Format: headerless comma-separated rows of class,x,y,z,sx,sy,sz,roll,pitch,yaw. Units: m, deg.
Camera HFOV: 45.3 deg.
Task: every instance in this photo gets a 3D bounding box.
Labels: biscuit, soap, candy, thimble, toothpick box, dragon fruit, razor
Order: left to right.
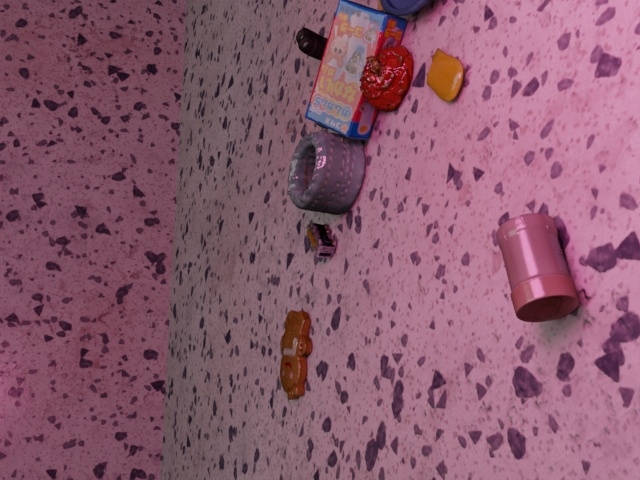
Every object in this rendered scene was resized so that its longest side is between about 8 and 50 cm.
biscuit,-0.076,0.320,2.155,0.184,0.035,0.248,175,101,-66
razor,0.007,-0.527,2.096,0.054,0.148,0.090,-53,36,36
thimble,0.014,-0.181,1.978,0.235,0.143,0.198,-61,32,36
candy,0.082,-0.415,1.873,0.157,0.100,0.305,31,112,33
dragon fruit,0.152,-0.372,1.775,0.083,0.106,0.162,52,129,55
soap,0.256,-0.351,1.621,0.089,0.033,0.168,-70,26,20
toothpick box,0.344,0.043,1.223,0.098,0.098,0.148,130,141,-50

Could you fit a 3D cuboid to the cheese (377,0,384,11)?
cheese,0.157,-0.612,1.928,0.044,0.030,0.083,-34,58,52

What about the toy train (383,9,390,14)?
toy train,0.178,-0.592,1.870,0.056,0.038,0.093,139,134,-65

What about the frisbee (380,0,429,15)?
frisbee,0.238,-0.630,1.714,0.289,0.049,0.289,-33,48,46

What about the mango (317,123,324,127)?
mango,0.027,-0.358,2.059,0.178,0.100,0.119,139,131,-66

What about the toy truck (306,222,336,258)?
toy truck,0.000,0.000,2.064,0.123,0.052,0.062,-114,34,-51
